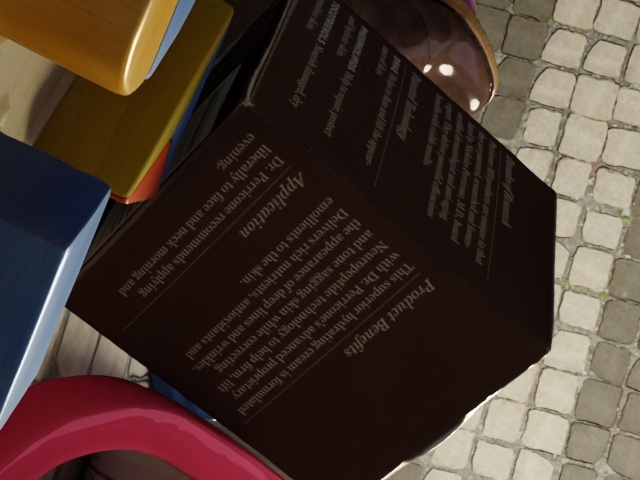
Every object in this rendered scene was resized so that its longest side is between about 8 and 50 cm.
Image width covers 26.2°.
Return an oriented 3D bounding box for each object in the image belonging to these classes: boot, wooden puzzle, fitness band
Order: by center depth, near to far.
[{"bbox_3d":[-0.081,-0.070,0.485,0.322,0.081,0.348,-62,178,32],"label":"wooden puzzle"},{"bbox_3d":[-0.108,0.190,0.726,0.209,0.054,0.291,-57,137,-11],"label":"fitness band"},{"bbox_3d":[0.009,-0.104,0.929,0.248,0.090,0.206,40,62,-33],"label":"boot"}]

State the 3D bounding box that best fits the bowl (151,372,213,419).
[{"bbox_3d":[-0.033,-0.035,1.128,0.391,0.077,0.391,15,90,-81],"label":"bowl"}]

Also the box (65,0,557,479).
[{"bbox_3d":[0.000,0.000,0.752,0.168,0.203,0.167,-42,-163,29],"label":"box"}]

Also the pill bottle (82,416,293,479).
[{"bbox_3d":[-0.104,0.275,0.912,0.169,0.169,0.301,23,82,-82],"label":"pill bottle"}]

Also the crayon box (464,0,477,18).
[{"bbox_3d":[0.097,-0.265,1.287,0.278,0.081,0.165,-65,150,-81],"label":"crayon box"}]
